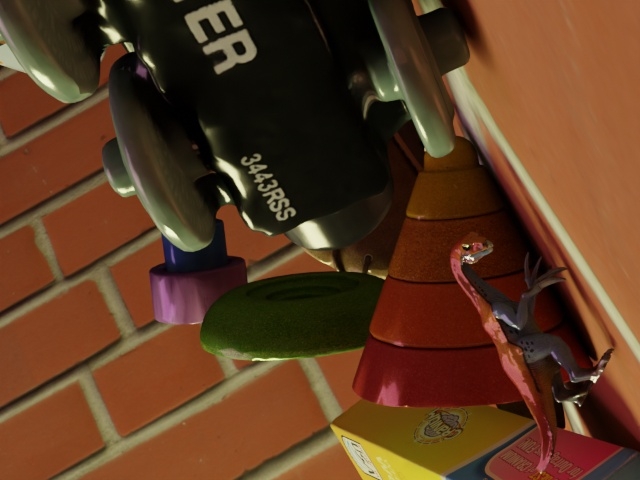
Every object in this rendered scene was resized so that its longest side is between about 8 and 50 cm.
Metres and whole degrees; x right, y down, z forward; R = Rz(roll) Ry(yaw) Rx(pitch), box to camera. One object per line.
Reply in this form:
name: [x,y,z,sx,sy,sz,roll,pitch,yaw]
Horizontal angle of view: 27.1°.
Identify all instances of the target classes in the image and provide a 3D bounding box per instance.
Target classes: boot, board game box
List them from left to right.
boot: [0.053,0.009,0.877,0.305,0.115,0.112,59,178,19]
board game box: [0.140,0.215,0.816,0.242,0.064,0.316,60,164,-11]

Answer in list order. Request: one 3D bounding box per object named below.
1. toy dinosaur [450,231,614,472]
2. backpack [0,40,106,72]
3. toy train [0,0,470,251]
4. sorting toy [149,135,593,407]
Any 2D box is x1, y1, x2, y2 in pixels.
toy dinosaur: [0.084,0.037,0.569,0.082,0.090,0.047,30,158,12]
backpack: [-0.180,-0.226,0.717,0.263,0.276,0.213,119,162,-61]
toy train: [-0.056,-0.138,0.453,0.334,0.142,0.190,58,-167,-48]
sorting toy: [0.000,0.000,0.761,0.365,0.127,0.126,9,107,55]
